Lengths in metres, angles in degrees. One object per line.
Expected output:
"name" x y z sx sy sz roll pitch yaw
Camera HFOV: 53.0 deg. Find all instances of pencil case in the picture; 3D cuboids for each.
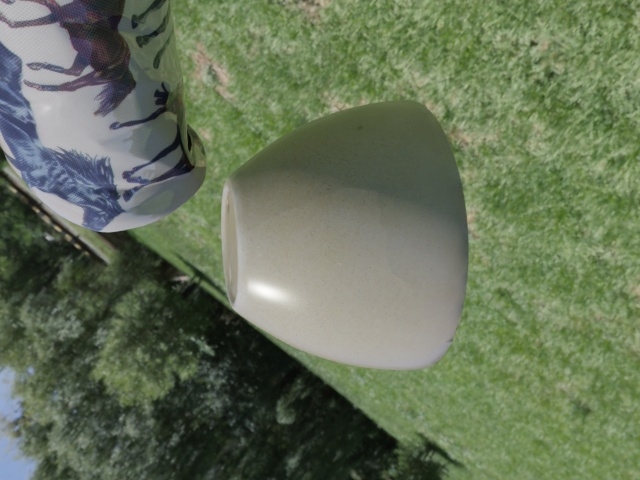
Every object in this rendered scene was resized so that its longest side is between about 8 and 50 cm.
"pencil case" -0.181 -0.188 0.459 0.160 0.183 0.410 14 141 11

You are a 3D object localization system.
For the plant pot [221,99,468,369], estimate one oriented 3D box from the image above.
"plant pot" 0.000 0.000 0.662 0.191 0.284 0.284 -4 179 -16
